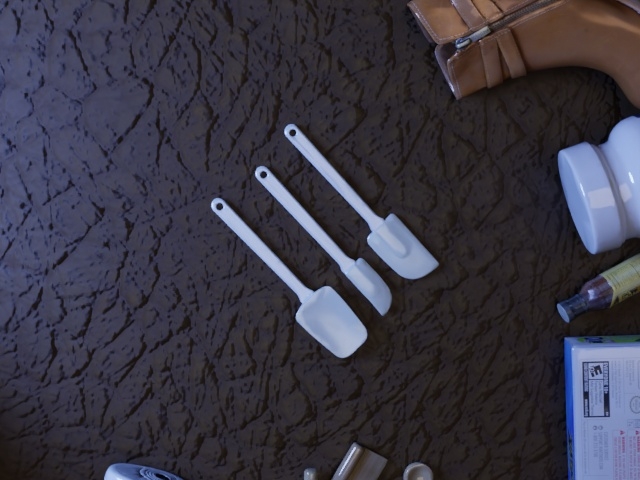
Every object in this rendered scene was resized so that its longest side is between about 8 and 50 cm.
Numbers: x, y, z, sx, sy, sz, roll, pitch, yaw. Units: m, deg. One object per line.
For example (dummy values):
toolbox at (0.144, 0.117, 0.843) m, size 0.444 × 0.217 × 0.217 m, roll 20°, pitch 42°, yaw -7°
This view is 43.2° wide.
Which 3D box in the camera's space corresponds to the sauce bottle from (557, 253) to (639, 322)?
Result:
sauce bottle at (0.345, 0.058, 0.965) m, size 0.128 × 0.042 × 0.042 m, roll -28°, pitch 97°, yaw -1°

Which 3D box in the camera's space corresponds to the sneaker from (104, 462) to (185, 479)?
sneaker at (-0.158, 0.343, 0.910) m, size 0.216 × 0.079 × 0.121 m, roll 24°, pitch 90°, yaw -9°

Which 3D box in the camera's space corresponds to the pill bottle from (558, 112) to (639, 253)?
pill bottle at (0.411, -0.080, 0.889) m, size 0.264 × 0.153 × 0.153 m, roll -16°, pitch 96°, yaw 10°

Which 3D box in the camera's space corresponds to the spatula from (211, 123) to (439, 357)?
spatula at (0.000, 0.000, 0.933) m, size 0.168 × 0.019 × 0.242 m, roll -44°, pitch 98°, yaw -1°

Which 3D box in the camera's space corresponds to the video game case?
video game case at (0.420, 0.246, 0.953) m, size 0.244 × 0.061 × 0.270 m, roll -2°, pitch 96°, yaw 8°

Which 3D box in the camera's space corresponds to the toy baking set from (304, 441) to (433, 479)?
toy baking set at (0.065, 0.371, 0.963) m, size 0.196 × 0.030 × 0.256 m, roll 6°, pitch 94°, yaw -7°

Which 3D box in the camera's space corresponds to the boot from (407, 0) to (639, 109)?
boot at (0.250, -0.217, 0.905) m, size 0.220 × 0.109 × 0.283 m, roll -34°, pitch 113°, yaw 7°
